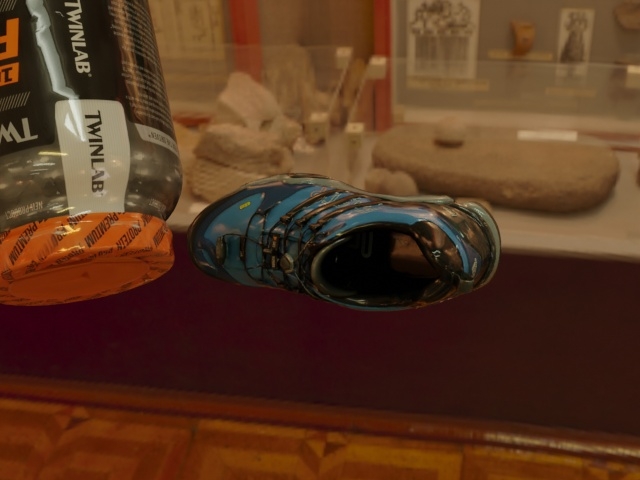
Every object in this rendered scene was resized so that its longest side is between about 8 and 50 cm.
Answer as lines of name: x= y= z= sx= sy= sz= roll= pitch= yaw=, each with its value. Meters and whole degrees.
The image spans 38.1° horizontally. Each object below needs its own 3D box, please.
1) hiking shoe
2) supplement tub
hiking shoe: x=0.000 y=0.000 z=0.819 sx=0.304 sy=0.113 sz=0.132 roll=0 pitch=10 yaw=25
supplement tub: x=-0.135 y=-0.070 z=0.463 sx=0.117 sy=0.117 sz=0.190 roll=-11 pitch=75 yaw=-11
